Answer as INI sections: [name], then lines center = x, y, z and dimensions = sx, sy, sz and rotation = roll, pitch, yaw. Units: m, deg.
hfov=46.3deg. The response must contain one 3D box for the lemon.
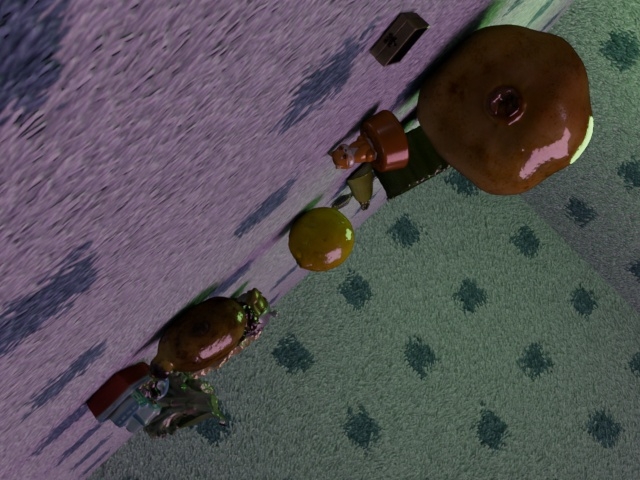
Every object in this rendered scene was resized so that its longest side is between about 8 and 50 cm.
[lemon]
center = 0.000, 0.000, 2.010
dimensions = 0.206, 0.173, 0.173
rotation = -46, 177, -39

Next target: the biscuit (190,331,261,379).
[biscuit]
center = -0.326, 0.339, 2.398
dimensions = 0.309, 0.040, 0.204
rotation = -35, -157, -7

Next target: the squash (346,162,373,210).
[squash]
center = 0.118, -0.161, 2.224
dimensions = 0.200, 0.075, 0.090
rotation = 82, 32, -57

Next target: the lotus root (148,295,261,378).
[lotus root]
center = -0.283, 0.227, 1.785
dimensions = 0.314, 0.141, 0.169
rotation = -30, 165, -35

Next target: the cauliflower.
[cauliflower]
center = -0.385, 0.467, 2.165
dimensions = 0.256, 0.315, 0.239
rotation = 36, 63, -57

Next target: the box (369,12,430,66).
[box]
center = 0.124, -0.314, 1.167
dimensions = 0.079, 0.035, 0.083
rotation = -47, 175, 30

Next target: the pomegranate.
[pomegranate]
center = 0.437, -0.308, 1.782
dimensions = 0.416, 0.416, 0.416
rotation = -44, 175, -5

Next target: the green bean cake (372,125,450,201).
[green bean cake]
center = 0.285, -0.243, 2.180
dimensions = 0.247, 0.156, 0.250
rotation = -28, -179, -5

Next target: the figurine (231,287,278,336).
[figurine]
center = -0.265, 0.259, 2.284
dimensions = 0.274, 0.133, 0.194
rotation = -42, -170, 7

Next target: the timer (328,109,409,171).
[timer]
center = 0.093, -0.193, 1.594
dimensions = 0.152, 0.132, 0.132
rotation = -22, 169, -14

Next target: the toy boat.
[toy boat]
center = -0.448, 0.392, 1.854
dimensions = 0.145, 0.133, 0.332
rotation = -45, 176, -1

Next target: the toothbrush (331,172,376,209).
[toothbrush]
center = 0.199, -0.225, 2.340
dimensions = 0.413, 0.035, 0.042
rotation = -38, 172, 1
